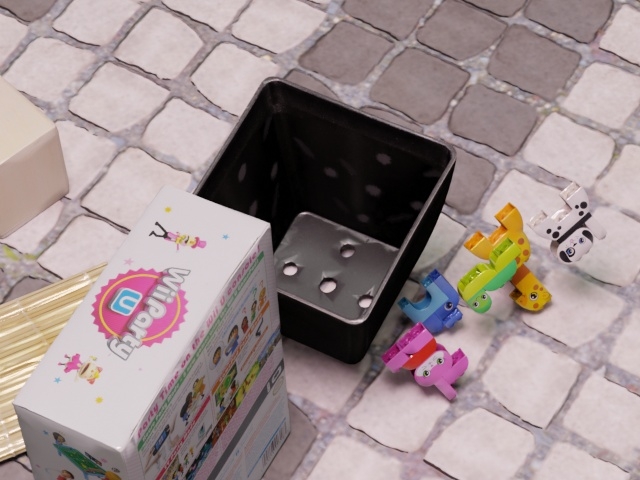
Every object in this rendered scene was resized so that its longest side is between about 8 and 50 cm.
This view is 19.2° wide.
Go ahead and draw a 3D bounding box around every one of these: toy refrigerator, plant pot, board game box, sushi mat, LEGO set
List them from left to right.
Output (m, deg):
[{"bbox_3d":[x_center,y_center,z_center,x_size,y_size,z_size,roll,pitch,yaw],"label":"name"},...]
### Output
[{"bbox_3d":[-0.364,-0.128,1.808,0.094,0.102,0.269,-38,62,-24],"label":"toy refrigerator"},{"bbox_3d":[-0.297,0.131,1.666,0.316,0.019,0.151,-22,55,-15],"label":"sushi mat"},{"bbox_3d":[-0.121,0.139,1.480,0.097,0.303,0.224,22,57,16],"label":"board game box"},{"bbox_3d":[0.000,0.000,1.658,0.187,0.167,0.188,23,66,16],"label":"plant pot"},{"bbox_3d":[0.160,0.048,1.678,0.227,0.093,0.087,-42,23,3],"label":"LEGO set"}]

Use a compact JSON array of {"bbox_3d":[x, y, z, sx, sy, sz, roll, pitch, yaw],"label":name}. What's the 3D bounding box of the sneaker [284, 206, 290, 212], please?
[{"bbox_3d":[-0.070,-0.008,1.752,0.044,0.040,0.109,34,61,21],"label":"sneaker"}]
